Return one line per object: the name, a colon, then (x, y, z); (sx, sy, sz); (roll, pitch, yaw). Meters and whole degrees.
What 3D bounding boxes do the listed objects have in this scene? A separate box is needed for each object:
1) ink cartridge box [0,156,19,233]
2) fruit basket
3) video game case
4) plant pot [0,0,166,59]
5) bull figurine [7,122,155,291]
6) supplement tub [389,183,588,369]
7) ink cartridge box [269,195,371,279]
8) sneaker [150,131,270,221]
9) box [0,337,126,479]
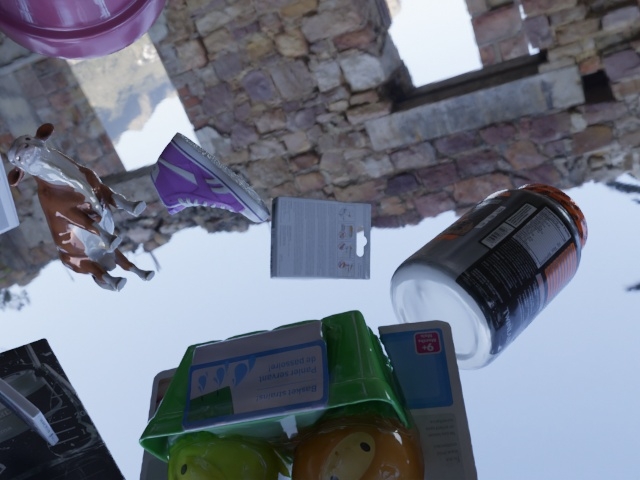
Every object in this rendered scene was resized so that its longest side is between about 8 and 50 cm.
ink cartridge box: (-0.387, -0.166, 0.531); (0.066, 0.261, 0.296); (-34, 167, -31)
fruit basket: (-0.031, 0.233, 0.490); (0.327, 0.165, 0.353); (-13, -138, 15)
video game case: (-0.534, 0.287, 1.040); (0.157, 0.143, 0.019); (31, -125, 14)
plant pot: (-0.236, -0.284, 0.514); (0.201, 0.201, 0.180); (-26, -178, -10)
bull figurine: (-0.361, -0.035, 0.909); (0.188, 0.310, 0.101); (31, -121, 14)
supplement tub: (0.294, 0.045, 1.000); (0.338, 0.207, 0.207); (-33, -156, -33)
ink cartridge box: (0.000, 0.000, 1.383); (0.232, 0.189, 0.066); (3, 175, -24)
sneaker: (-0.259, -0.099, 1.353); (0.161, 0.282, 0.102); (-52, 176, 6)
box: (-0.692, 0.510, 1.177); (0.480, 0.297, 0.472); (-19, -142, -35)
